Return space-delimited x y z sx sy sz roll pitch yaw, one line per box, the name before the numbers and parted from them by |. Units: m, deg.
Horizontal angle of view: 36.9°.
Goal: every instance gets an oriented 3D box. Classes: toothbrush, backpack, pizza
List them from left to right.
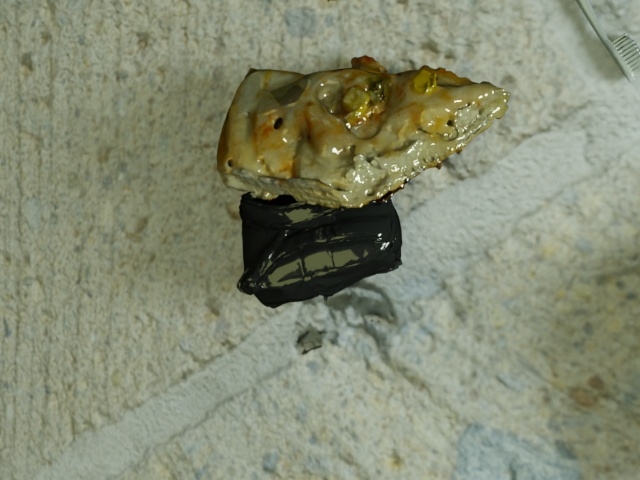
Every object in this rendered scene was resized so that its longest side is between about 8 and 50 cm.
backpack | 0.002 0.003 0.982 0.165 0.106 0.120 -7 65 13
pizza | 0.033 -0.115 0.947 0.297 0.071 0.189 5 52 22
toothbrush | 0.225 -0.265 0.900 0.025 0.019 0.275 -34 75 20
